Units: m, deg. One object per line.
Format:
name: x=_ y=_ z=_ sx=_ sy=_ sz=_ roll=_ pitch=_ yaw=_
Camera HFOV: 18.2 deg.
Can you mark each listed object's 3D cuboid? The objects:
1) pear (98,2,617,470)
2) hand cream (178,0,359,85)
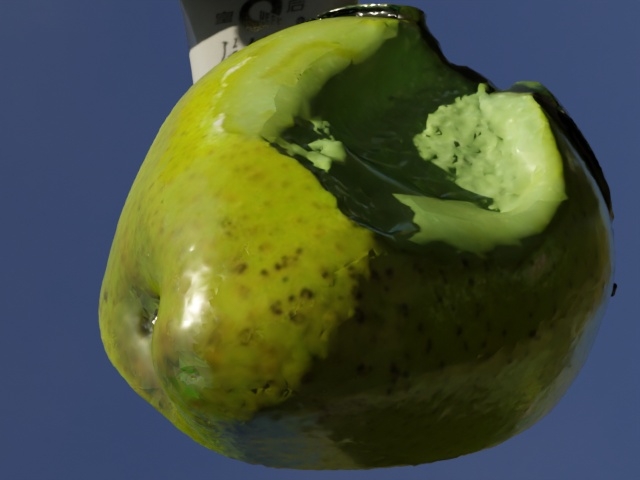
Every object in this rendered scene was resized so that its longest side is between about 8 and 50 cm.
pear: x=0.000 y=0.000 z=1.068 sx=0.292 sy=0.292 sz=0.159 roll=-22 pitch=-38 yaw=-36
hand cream: x=-0.021 y=-0.051 z=1.325 sx=0.089 sy=0.140 sz=0.314 roll=22 pitch=-119 yaw=-65
